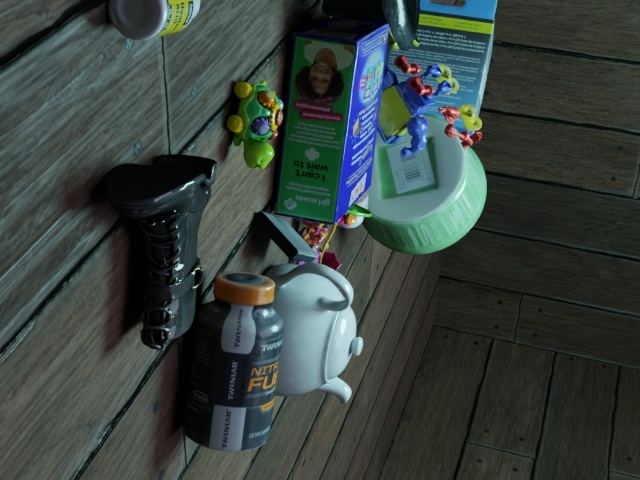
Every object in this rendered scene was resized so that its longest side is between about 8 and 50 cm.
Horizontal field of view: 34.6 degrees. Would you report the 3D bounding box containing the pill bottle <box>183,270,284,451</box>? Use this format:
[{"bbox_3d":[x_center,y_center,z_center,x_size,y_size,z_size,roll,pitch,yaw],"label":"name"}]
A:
[{"bbox_3d":[-0.124,0.171,1.500,0.130,0.130,0.245,-34,133,-71],"label":"pill bottle"}]

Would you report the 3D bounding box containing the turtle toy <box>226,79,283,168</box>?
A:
[{"bbox_3d":[-0.091,-0.168,1.491,0.095,0.066,0.130,16,85,-77],"label":"turtle toy"}]

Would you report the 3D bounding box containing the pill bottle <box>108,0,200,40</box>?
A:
[{"bbox_3d":[-0.172,-0.251,1.094,0.116,0.065,0.065,-47,146,-66],"label":"pill bottle"}]

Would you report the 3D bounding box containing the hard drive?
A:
[{"bbox_3d":[-0.057,-0.004,1.727,0.022,0.094,0.135,-44,169,7],"label":"hard drive"}]

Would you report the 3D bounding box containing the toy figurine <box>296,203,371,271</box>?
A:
[{"bbox_3d":[0.000,0.000,1.957,0.173,0.130,0.159,5,106,-55],"label":"toy figurine"}]

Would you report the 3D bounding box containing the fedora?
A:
[{"bbox_3d":[0.072,-0.463,1.690,0.334,0.153,0.334,-4,90,-78],"label":"fedora"}]

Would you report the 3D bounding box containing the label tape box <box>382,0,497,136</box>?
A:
[{"bbox_3d":[0.273,-0.423,2.404,0.106,0.241,0.333,40,62,-75],"label":"label tape box"}]

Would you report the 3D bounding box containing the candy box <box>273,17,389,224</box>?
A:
[{"bbox_3d":[0.024,-0.218,1.811,0.268,0.122,0.317,-48,146,-67],"label":"candy box"}]

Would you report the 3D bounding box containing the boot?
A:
[{"bbox_3d":[-0.183,0.022,1.221,0.263,0.091,0.229,-37,136,-73],"label":"boot"}]

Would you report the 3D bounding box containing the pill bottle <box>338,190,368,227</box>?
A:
[{"bbox_3d":[0.056,-0.100,2.113,0.152,0.086,0.086,87,19,-48],"label":"pill bottle"}]

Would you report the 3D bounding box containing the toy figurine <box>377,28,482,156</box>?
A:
[{"bbox_3d":[0.139,-0.298,2.099,0.362,0.217,0.191,59,31,7],"label":"toy figurine"}]

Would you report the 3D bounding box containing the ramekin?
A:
[{"bbox_3d":[0.206,-0.135,2.275,0.148,0.303,0.303,50,52,-64],"label":"ramekin"}]

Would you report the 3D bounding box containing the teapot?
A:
[{"bbox_3d":[-0.017,0.163,1.813,0.256,0.187,0.252,10,91,-76],"label":"teapot"}]
